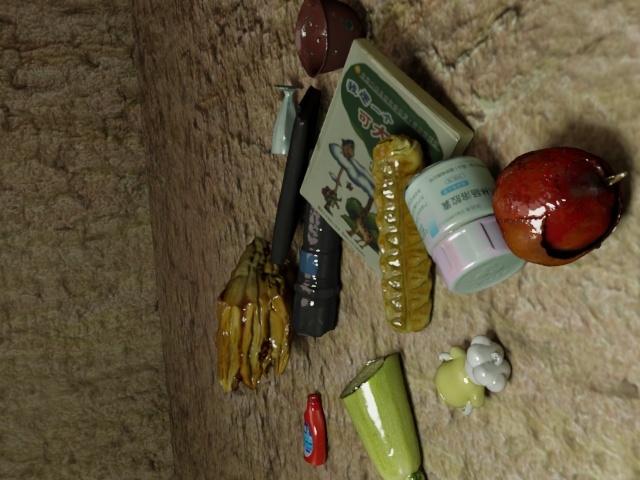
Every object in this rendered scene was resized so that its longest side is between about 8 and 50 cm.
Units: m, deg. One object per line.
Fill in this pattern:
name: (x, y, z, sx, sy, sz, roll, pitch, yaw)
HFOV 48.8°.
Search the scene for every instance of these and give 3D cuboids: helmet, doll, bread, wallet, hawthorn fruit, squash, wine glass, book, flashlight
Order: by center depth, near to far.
hawthorn fruit: (0.292, -0.046, 0.849, 0.172, 0.148, 0.148, -24, 73, 43)
doll: (0.235, 0.209, 1.102, 0.106, 0.062, 0.162, 68, 151, 20)
bread: (0.137, -0.001, 1.167, 0.084, 0.077, 0.368, 12, 123, 32)
book: (0.093, -0.129, 1.244, 0.260, 0.043, 0.371, 46, 141, 21)
squash: (0.116, 0.364, 1.312, 0.137, 0.137, 0.288, -31, 70, 62)
helmet: (0.023, -0.389, 1.349, 0.175, 0.106, 0.155, -176, 79, -67)
flashlight: (0.000, 0.000, 1.496, 0.103, 0.103, 0.424, 35, 125, 57)
wallet: (-0.053, -0.143, 1.530, 0.197, 0.051, 0.378, -76, -1, -54)
wine glass: (-0.073, -0.275, 1.618, 0.073, 0.073, 0.155, 34, 122, 57)
bread: (-0.133, 0.175, 1.662, 0.325, 0.166, 0.278, -69, -14, -63)

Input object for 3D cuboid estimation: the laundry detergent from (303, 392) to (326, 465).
laundry detergent: (-0.016, 0.446, 1.688, 0.097, 0.049, 0.166, -168, 76, -67)

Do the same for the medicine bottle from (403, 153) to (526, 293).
medicine bottle: (0.209, -0.022, 1.021, 0.135, 0.135, 0.169, -57, 46, 52)
